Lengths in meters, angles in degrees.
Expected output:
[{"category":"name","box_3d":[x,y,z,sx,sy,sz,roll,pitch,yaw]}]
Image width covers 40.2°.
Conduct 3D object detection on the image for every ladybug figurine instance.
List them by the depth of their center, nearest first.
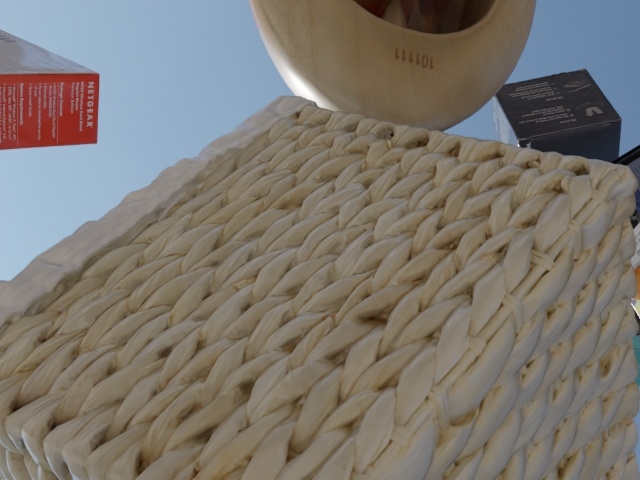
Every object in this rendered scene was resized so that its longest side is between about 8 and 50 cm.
[{"category":"ladybug figurine","box_3d":[0.061,-0.294,0.890,0.305,0.162,0.449,12,-112,-15]}]

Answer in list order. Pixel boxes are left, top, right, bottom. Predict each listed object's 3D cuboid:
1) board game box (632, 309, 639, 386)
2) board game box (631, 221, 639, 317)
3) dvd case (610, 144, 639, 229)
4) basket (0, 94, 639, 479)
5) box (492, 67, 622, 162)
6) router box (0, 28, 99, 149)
[{"category":"board game box","box_3d":[0.322,0.091,1.319,0.336,0.079,0.253,5,-140,3]},{"category":"board game box","box_3d":[0.417,0.007,0.748,0.078,0.347,0.233,-7,-124,-24]},{"category":"dvd case","box_3d":[0.404,-0.031,1.004,0.180,0.253,0.022,45,-128,-5]},{"category":"basket","box_3d":[0.007,0.132,0.528,0.267,0.328,0.331,14,-140,37]},{"category":"box","box_3d":[0.363,-0.178,1.362,0.156,0.093,0.158,-11,-140,1]},{"category":"router box","box_3d":[-0.457,-0.178,0.973,0.335,0.301,0.082,28,-62,44]}]
